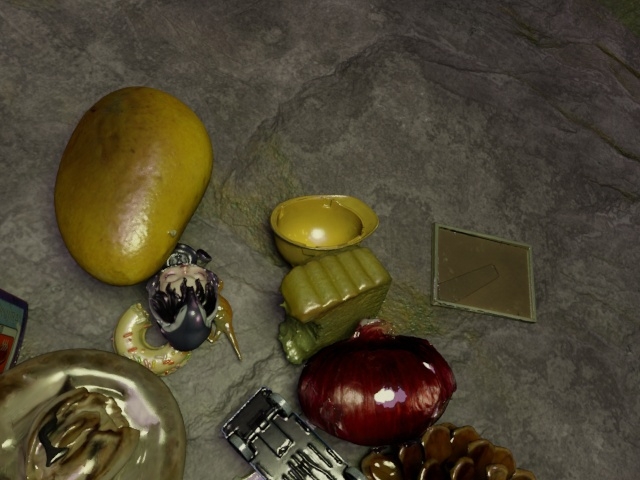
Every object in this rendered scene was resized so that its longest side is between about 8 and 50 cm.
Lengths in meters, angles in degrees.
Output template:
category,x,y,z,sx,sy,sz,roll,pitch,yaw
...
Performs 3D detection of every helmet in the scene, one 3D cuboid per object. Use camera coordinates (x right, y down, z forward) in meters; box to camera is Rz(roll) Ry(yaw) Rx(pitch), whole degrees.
category,x,y,z,sx,sy,sz,roll,pitch,yaw
helmet,0.000,0.000,0.986,0.256,0.140,0.205,-12,43,-29

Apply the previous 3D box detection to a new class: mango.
category,x,y,z,sx,sy,sz,roll,pitch,yaw
mango,-0.368,-0.112,0.853,0.301,0.221,0.446,-7,64,-2

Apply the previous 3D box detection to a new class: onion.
category,x,y,z,sx,sy,sz,roll,pitch,yaw
onion,0.104,0.269,0.820,0.313,0.314,0.233,-5,87,-18

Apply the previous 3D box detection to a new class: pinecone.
category,x,y,z,sx,sy,sz,roll,pitch,yaw
pinecone,0.256,0.512,0.755,0.384,0.384,0.385,5,70,-14

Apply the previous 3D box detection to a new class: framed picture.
category,x,y,z,sx,sy,sz,roll,pitch,yaw
framed picture,0.445,0.089,1.145,0.314,0.024,0.232,13,68,-12

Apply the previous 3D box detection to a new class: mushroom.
category,x,y,z,sx,sy,sz,roll,pitch,yaw
mushroom,-0.379,0.334,0.649,0.362,0.295,0.363,24,40,-22

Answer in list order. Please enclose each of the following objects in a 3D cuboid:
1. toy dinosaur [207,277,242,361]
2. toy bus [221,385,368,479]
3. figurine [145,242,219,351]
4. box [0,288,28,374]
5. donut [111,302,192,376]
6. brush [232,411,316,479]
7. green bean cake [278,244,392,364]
category,x,y,z,sx,sy,sz,roll,pitch,yaw
toy dinosaur,-0.205,0.167,0.921,0.162,0.039,0.126,34,64,-4
toy bus,-0.044,0.424,0.789,0.292,0.133,0.125,38,58,18
figurine,-0.279,0.115,0.844,0.145,0.146,0.222,-10,41,-19
box,-0.663,0.185,0.613,0.256,0.349,0.319,11,67,-12
donut,-0.353,0.212,0.846,0.166,0.065,0.108,43,66,2
brush,-0.110,0.465,0.851,0.085,0.020,0.336,45,65,3
green bean cake,0.014,0.132,0.887,0.232,0.236,0.124,-19,56,-23
